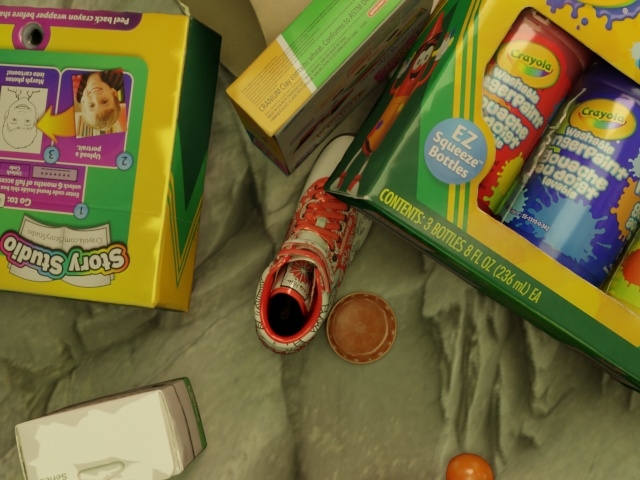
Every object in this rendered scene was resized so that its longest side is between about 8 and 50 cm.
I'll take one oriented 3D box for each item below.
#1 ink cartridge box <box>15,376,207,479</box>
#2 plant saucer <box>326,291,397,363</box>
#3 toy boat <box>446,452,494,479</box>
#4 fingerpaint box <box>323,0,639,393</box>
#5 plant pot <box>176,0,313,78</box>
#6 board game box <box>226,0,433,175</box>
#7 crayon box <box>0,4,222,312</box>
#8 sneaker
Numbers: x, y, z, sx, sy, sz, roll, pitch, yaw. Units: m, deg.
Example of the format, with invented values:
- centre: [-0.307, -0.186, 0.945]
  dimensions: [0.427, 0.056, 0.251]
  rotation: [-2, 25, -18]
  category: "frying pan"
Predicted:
- centre: [-0.220, 0.214, 1.331]
  dimensions: [0.160, 0.219, 0.093]
  rotation: [-14, 86, 0]
  category: "ink cartridge box"
- centre: [0.047, 0.101, 1.431]
  dimensions: [0.083, 0.013, 0.084]
  rotation: [0, 91, -10]
  category: "plant saucer"
- centre: [0.157, 0.309, 1.377]
  dimensions: [0.231, 0.151, 0.151]
  rotation: [11, 56, 1]
  category: "toy boat"
- centre: [0.295, -0.088, 1.309]
  dimensions: [0.444, 0.163, 0.371]
  rotation: [33, 87, -16]
  category: "fingerpaint box"
- centre: [-0.018, -0.347, 1.371]
  dimensions: [0.274, 0.256, 0.256]
  rotation: [-34, 86, -14]
  category: "plant pot"
- centre: [0.018, -0.191, 1.307]
  dimensions: [0.064, 0.316, 0.242]
  rotation: [44, 87, 4]
  category: "board game box"
- centre: [-0.310, -0.095, 1.373]
  dimensions: [0.362, 0.106, 0.313]
  rotation: [6, 88, 16]
  category: "crayon box"
- centre: [0.001, 0.001, 1.379]
  dimensions: [0.090, 0.145, 0.270]
  rotation: [23, 87, 2]
  category: "sneaker"
